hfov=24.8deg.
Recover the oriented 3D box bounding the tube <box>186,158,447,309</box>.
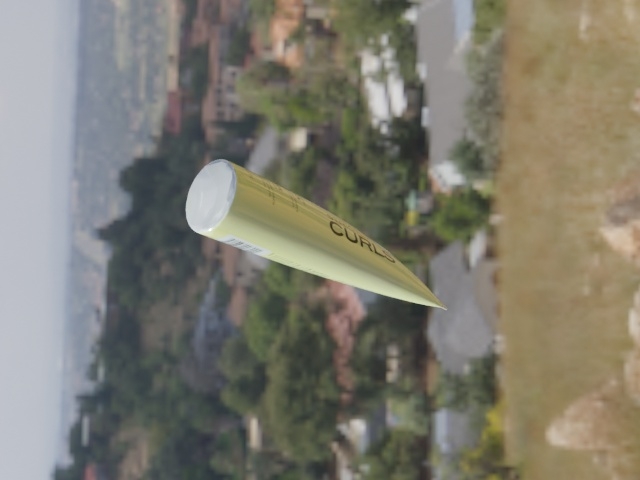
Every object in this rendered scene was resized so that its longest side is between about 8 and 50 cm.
[{"bbox_3d":[0.000,0.000,1.187,0.062,0.240,0.070,-26,53,40],"label":"tube"}]
